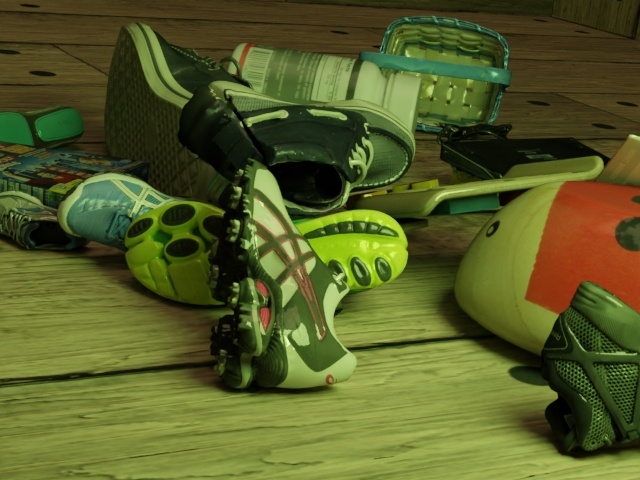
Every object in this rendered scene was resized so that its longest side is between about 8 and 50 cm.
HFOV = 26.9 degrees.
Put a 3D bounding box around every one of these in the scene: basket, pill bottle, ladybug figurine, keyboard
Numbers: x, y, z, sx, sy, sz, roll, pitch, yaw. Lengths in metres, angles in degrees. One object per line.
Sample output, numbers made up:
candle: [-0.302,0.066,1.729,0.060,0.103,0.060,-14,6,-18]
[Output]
basket: [0.201,-0.288,2.324,0.254,0.201,0.289,10,7,6]
pill bottle: [0.003,-0.200,2.021,0.283,0.161,0.161,10,17,6]
ladybug figurine: [0.360,0.045,1.359,0.449,0.162,0.305,13,17,16]
keyboard: [0.294,-0.130,1.998,0.317,0.033,0.201,-5,30,-43]

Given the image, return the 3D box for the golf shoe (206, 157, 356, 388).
golf shoe: [-0.041,0.036,1.259,0.120,0.105,0.273,11,42,-17]

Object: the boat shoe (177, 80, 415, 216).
boat shoe: [0.010,-0.082,1.518,0.340,0.127,0.158,3,32,-41]

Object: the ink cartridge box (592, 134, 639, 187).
ink cartridge box: [0.424,-0.042,1.493,0.261,0.066,0.296,18,-22,-1]

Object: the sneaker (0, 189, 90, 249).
sneaker: [-0.320,-0.019,1.474,0.135,0.052,0.058,9,21,8]

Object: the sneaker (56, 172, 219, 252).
sneaker: [-0.182,-0.019,1.456,0.211,0.080,0.081,7,20,-32]

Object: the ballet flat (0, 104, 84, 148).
ballet flat: [-0.413,-0.144,1.850,0.068,0.072,0.213,-15,3,32]

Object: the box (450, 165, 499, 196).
box: [0.270,-0.102,2.020,0.105,0.043,0.179,16,17,25]

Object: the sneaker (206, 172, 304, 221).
sneaker: [-0.059,-0.036,1.573,0.166,0.065,0.076,6,34,-50]

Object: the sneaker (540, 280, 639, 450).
sneaker: [0.282,0.146,1.154,0.227,0.130,0.087,33,8,-11]

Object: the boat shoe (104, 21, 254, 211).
boat shoe: [-0.176,-0.160,1.797,0.156,0.187,0.500,4,21,-28]

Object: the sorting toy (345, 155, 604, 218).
sorting toy: [0.158,-0.051,1.566,0.229,0.041,0.307,-12,4,-21]

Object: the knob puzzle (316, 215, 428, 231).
knob puzzle: [0.000,0.000,1.558,0.213,0.030,0.213,-6,8,1]

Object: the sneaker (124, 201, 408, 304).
sneaker: [-0.058,0.024,1.399,0.295,0.110,0.123,3,-14,3]

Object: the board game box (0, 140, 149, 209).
board game box: [-0.336,-0.068,1.611,0.194,0.060,0.194,12,17,18]
